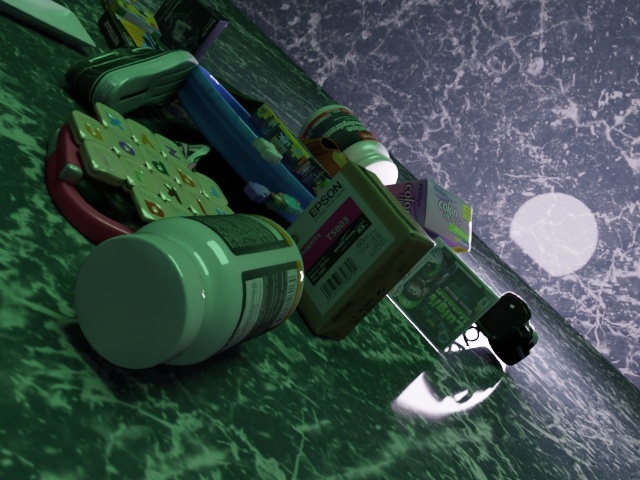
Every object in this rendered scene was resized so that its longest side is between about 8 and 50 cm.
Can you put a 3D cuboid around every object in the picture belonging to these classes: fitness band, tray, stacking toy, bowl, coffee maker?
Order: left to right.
[{"bbox_3d":[-0.569,-0.450,1.337,0.270,0.030,0.145,18,29,-54],"label":"tray"},{"bbox_3d":[-0.282,-0.078,0.997,0.209,0.054,0.291,31,21,-34],"label":"fitness band"},{"bbox_3d":[-0.139,-0.184,1.425,0.391,0.077,0.391,48,5,-6],"label":"bowl"},{"bbox_3d":[-0.083,-0.074,1.238,0.221,0.167,0.052,22,25,-47],"label":"stacking toy"},{"bbox_3d":[0.450,0.230,1.753,0.178,0.171,0.120,54,23,-51],"label":"coffee maker"}]

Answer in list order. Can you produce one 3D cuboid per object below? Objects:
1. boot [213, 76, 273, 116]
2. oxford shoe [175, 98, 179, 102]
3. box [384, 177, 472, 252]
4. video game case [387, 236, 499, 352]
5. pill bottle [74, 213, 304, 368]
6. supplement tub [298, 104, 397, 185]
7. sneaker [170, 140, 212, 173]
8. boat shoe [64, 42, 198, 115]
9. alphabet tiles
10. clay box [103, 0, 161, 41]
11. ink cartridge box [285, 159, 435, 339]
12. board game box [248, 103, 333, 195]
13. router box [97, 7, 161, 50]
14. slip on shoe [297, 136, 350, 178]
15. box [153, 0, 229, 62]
[{"bbox_3d":[-0.216,-0.378,1.895,0.198,0.077,0.137,28,16,-43],"label":"boot"},{"bbox_3d":[-0.345,-0.330,1.492,0.212,0.076,0.076,11,62,-35],"label":"oxford shoe"},{"bbox_3d":[0.201,-0.045,1.665,0.213,0.243,0.117,24,67,-48],"label":"box"},{"bbox_3d":[0.259,0.117,1.523,0.190,0.173,0.022,48,5,20],"label":"video game case"},{"bbox_3d":[-0.137,0.051,0.801,0.162,0.162,0.278,45,17,12],"label":"pill bottle"},{"bbox_3d":[0.075,-0.237,1.976,0.191,0.191,0.272,21,26,-50],"label":"supplement tub"},{"bbox_3d":[-0.248,-0.152,1.235,0.077,0.072,0.178,38,16,-8],"label":"sneaker"},{"bbox_3d":[-0.343,-0.322,1.318,0.119,0.121,0.335,37,23,3],"label":"boat shoe"},{"bbox_3d":[-0.234,-0.090,1.024,0.284,0.021,0.278,27,22,-49],"label":"alphabet tiles"},{"bbox_3d":[-0.494,-0.590,1.824,0.127,0.053,0.222,29,21,-37],"label":"clay box"},{"bbox_3d":[0.042,0.016,1.171,0.088,0.235,0.193,22,25,-52],"label":"ink cartridge box"},{"bbox_3d":[-0.052,-0.172,1.370,0.170,0.048,0.141,52,8,31],"label":"board game box"},{"bbox_3d":[-0.430,-0.451,1.626,0.133,0.046,0.179,23,24,-47],"label":"router box"},{"bbox_3d":[-0.002,-0.182,1.580,0.123,0.101,0.331,46,3,-20],"label":"slip on shoe"},{"bbox_3d":[-0.370,-0.605,1.961,0.158,0.156,0.093,41,17,-2],"label":"box"}]
